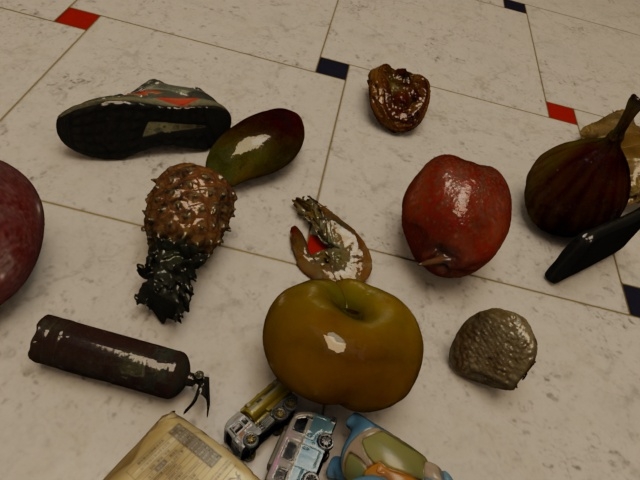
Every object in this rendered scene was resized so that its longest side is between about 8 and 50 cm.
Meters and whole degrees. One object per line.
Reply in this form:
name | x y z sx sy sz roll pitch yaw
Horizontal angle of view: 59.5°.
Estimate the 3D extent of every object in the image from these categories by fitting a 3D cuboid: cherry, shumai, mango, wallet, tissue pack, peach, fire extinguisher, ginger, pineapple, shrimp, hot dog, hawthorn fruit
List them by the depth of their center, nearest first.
tissue pack | -0.190 0.339 0.674 0.186 0.090 0.222 31 47 16
fire extinguisher | -0.278 0.182 0.801 0.268 0.072 0.089 16 38 -1
cherry | -0.540 -0.026 0.825 0.236 0.212 0.285 -10 60 -16
peach | 0.033 0.148 0.847 0.251 0.153 0.251 16 16 -5
pineapple | -0.234 0.012 0.935 0.158 0.157 0.278 11 60 -5
shumai | 0.304 0.182 0.941 0.116 0.145 0.145 19 31 -54
hawthorn fruit | 0.242 -0.028 1.049 0.211 0.210 0.262 25 56 8
shrimp | 0.000 0.002 1.065 0.133 0.053 0.236 -33 66 -13
wallet | 0.572 0.001 1.139 0.250 0.149 0.044 -20 59 -27
mango | -0.125 -0.194 1.156 0.133 0.111 0.267 44 57 9
hot dog | 0.191 -0.365 1.402 0.161 0.099 0.226 5 51 -9
ginger | 0.749 -0.212 1.428 0.236 0.166 0.375 -21 22 12

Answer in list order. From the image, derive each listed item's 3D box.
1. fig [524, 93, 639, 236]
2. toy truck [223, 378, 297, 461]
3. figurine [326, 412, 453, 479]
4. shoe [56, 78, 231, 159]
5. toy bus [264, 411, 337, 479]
fig | 0.559 -0.162 1.164 0.217 0.320 0.216 5 45 -5
toy truck | -0.084 0.254 0.804 0.063 0.052 0.123 37 49 24
figurine | 0.091 0.355 0.715 0.180 0.153 0.262 -31 45 -25
shoe | -0.366 -0.272 1.155 0.337 0.132 0.171 -8 47 -24
toy bus | -0.027 0.298 0.774 0.075 0.060 0.123 20 49 8
